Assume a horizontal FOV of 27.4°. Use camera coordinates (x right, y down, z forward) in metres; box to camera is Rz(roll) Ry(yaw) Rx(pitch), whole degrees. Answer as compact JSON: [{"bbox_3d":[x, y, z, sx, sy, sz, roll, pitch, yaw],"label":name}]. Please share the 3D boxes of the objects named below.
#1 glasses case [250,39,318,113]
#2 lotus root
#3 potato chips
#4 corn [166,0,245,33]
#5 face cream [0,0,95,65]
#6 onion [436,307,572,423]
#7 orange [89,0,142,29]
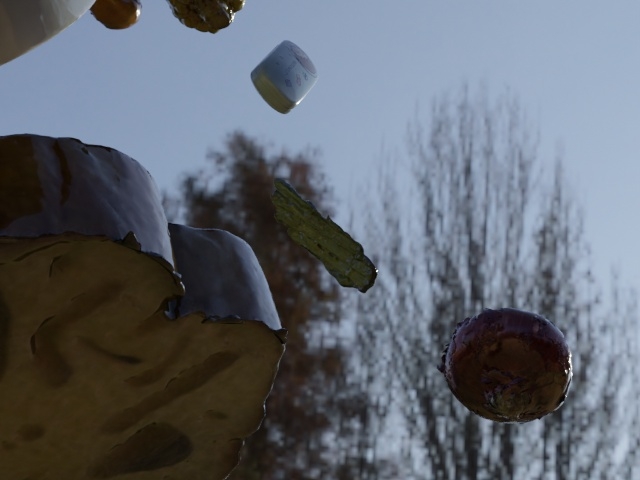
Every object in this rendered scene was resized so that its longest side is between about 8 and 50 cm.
[{"bbox_3d":[-0.043,-0.204,1.623,0.045,0.178,0.067,-38,-81,21],"label":"glasses case"},{"bbox_3d":[-0.211,0.104,0.910,0.375,0.111,0.390,-33,-38,1],"label":"lotus root"},{"bbox_3d":[0.000,0.000,1.789,0.207,0.028,0.092,39,-43,24],"label":"potato chips"},{"bbox_3d":[-0.138,-0.317,1.376,0.097,0.261,0.097,-15,-34,-10],"label":"corn"},{"bbox_3d":[-0.254,-0.200,0.742,0.218,0.218,0.179,-4,-58,19],"label":"face cream"},{"bbox_3d":[0.244,0.180,1.741,0.184,0.147,0.184,10,-52,13],"label":"onion"},{"bbox_3d":[-0.288,-0.325,1.810,0.086,0.062,0.086,32,-9,5],"label":"orange"}]
